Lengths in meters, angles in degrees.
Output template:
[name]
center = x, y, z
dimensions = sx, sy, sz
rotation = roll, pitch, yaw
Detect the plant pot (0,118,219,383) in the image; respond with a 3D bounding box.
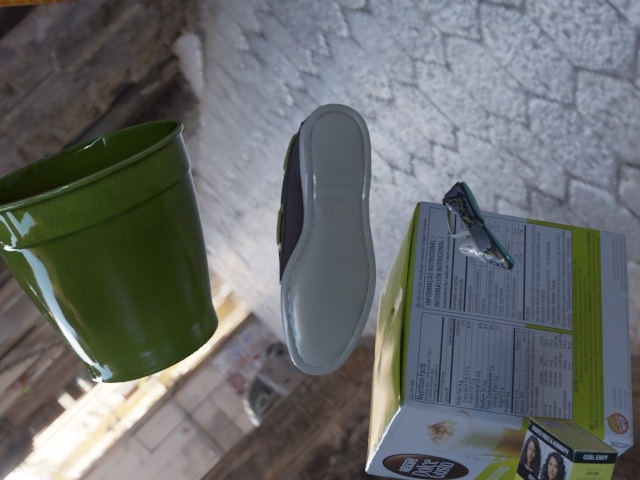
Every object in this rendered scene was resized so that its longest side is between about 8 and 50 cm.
[plant pot]
center = -0.336, 0.031, 1.693
dimensions = 0.353, 0.366, 0.366
rotation = 70, 166, -17

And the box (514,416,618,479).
[box]
center = 0.228, 0.302, 1.042
dimensions = 0.058, 0.232, 0.087
rotation = 6, -167, -24

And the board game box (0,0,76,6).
[board game box]
center = -0.236, -0.434, 0.920
dimensions = 0.356, 0.356, 0.356
rotation = -113, 19, -59

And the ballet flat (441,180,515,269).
[ballet flat]
center = 0.148, -0.007, 0.990
dimensions = 0.041, 0.041, 0.114
rotation = 53, -170, -51

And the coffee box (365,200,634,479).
[coffee box]
center = 0.265, 0.183, 1.608
dimensions = 0.334, 0.338, 0.337
rotation = 9, 151, -3

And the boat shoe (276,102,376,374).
[boat shoe]
center = 0.000, 0.000, 1.258
dimensions = 0.117, 0.324, 0.097
rotation = 4, 174, -17
